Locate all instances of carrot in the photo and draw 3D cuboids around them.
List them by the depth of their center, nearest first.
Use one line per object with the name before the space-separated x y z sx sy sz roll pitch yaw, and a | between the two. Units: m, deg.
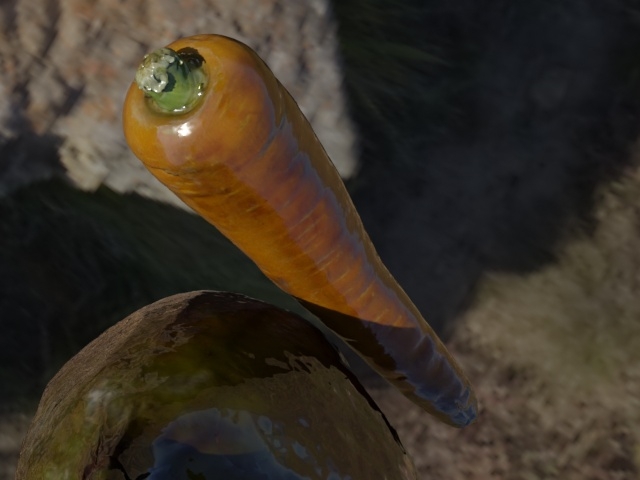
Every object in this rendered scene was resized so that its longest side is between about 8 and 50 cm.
carrot | 0.000 0.000 0.814 0.061 0.061 0.256 -48 132 -7

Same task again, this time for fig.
fig | -0.051 0.100 0.748 0.146 0.274 0.170 -30 81 8
